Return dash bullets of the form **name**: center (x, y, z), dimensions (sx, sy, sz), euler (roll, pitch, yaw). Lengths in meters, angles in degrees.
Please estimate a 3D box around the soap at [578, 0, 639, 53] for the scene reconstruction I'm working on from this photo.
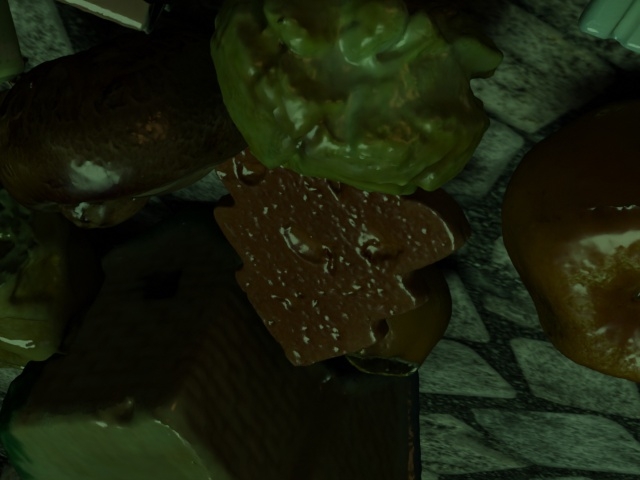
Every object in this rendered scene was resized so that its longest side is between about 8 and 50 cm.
- **soap**: center (0.259, -0.186, 1.133), dimensions (0.119, 0.066, 0.198), euler (19, 157, -5)

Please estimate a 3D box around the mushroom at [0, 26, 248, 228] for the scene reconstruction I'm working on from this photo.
- **mushroom**: center (-0.166, -0.099, 1.494), dimensions (0.253, 0.253, 0.153), euler (-12, 99, 51)

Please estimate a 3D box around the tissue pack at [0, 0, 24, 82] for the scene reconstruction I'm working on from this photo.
- **tissue pack**: center (-0.374, -0.182, 1.401), dimensions (0.125, 0.159, 0.234), euler (-7, -171, 42)

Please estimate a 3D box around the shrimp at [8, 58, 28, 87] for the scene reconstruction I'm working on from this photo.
- **shrimp**: center (-0.256, -0.145, 1.699), dimensions (0.127, 0.025, 0.091), euler (5, 151, 37)

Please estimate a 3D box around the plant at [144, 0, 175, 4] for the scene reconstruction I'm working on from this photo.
- **plant**: center (-0.132, -0.272, 1.025), dimensions (0.297, 0.261, 0.306), euler (4, 141, 33)

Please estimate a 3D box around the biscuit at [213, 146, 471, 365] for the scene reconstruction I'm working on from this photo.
- **biscuit**: center (0.000, 0.000, 1.646), dimensions (0.284, 0.043, 0.306), euler (26, 133, 17)

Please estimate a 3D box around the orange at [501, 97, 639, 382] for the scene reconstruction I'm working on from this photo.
- **orange**: center (0.259, -0.008, 1.389), dimensions (0.249, 0.183, 0.249), euler (11, 137, 10)

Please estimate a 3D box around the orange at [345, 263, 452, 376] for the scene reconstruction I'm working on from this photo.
- **orange**: center (0.060, 0.072, 1.771), dimensions (0.157, 0.134, 0.156), euler (-9, 160, -3)

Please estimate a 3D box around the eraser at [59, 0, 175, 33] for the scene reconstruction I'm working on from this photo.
- **eraser**: center (-0.245, -0.252, 1.319), dimensions (0.291, 0.087, 0.171), euler (21, -159, 0)

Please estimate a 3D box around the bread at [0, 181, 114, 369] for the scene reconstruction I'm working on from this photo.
- **bread**: center (-0.343, 0.026, 1.940), dimensions (0.239, 0.196, 0.252), euler (9, 158, 19)

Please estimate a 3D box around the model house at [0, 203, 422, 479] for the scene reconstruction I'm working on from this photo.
- **model house**: center (-0.113, 0.176, 1.908), dimensions (0.335, 0.342, 0.382), euler (-3, 136, 32)

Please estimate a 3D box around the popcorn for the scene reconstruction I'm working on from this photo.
- **popcorn**: center (0.023, -0.127, 1.321), dimensions (0.221, 0.183, 0.204), euler (27, -173, -21)
